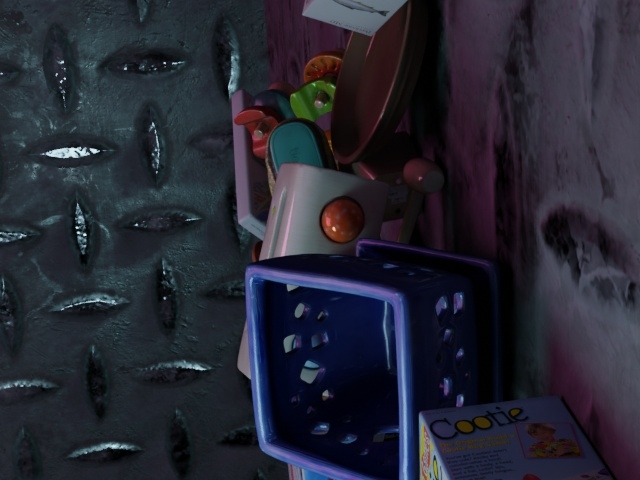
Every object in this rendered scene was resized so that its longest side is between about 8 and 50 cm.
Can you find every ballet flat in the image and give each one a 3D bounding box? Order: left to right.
[{"bbox_3d":[0.000,0.000,1.603,0.123,0.123,0.348,113,146,-74],"label":"ballet flat"}]

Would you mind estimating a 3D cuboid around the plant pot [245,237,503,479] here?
[{"bbox_3d":[0.073,0.123,1.275,0.236,0.212,0.235,10,111,42],"label":"plant pot"}]

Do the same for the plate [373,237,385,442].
[{"bbox_3d":[0.059,0.133,1.681,0.278,0.045,0.277,-105,18,-47],"label":"plate"}]

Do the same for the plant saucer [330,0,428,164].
[{"bbox_3d":[0.080,-0.233,1.534,0.278,0.041,0.277,-167,90,-75],"label":"plant saucer"}]

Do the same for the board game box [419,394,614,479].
[{"bbox_3d":[0.185,0.274,1.001,0.275,0.144,0.142,-110,16,-64],"label":"board game box"}]

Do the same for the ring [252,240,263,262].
[{"bbox_3d":[0.000,0.127,2.041,0.336,0.032,0.336,47,-166,-15],"label":"ring"}]

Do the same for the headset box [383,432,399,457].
[{"bbox_3d":[0.098,0.413,1.864,0.218,0.110,0.293,-148,53,-81],"label":"headset box"}]

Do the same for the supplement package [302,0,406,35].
[{"bbox_3d":[0.059,-0.348,1.438,0.179,0.105,0.105,147,134,-68],"label":"supplement package"}]

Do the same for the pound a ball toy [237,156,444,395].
[{"bbox_3d":[0.037,0.033,1.437,0.136,0.208,0.319,-165,88,-72],"label":"pound a ball toy"}]

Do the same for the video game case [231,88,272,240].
[{"bbox_3d":[-0.050,-0.090,2.139,0.300,0.036,0.329,36,-146,-39],"label":"video game case"}]

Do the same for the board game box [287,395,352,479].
[{"bbox_3d":[0.007,0.373,1.712,0.302,0.086,0.308,-116,19,-71],"label":"board game box"}]

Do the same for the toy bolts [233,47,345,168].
[{"bbox_3d":[-0.015,-0.225,2.047,0.218,0.229,0.158,64,-148,-31],"label":"toy bolts"}]

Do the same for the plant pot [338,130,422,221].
[{"bbox_3d":[0.092,-0.081,1.622,0.096,0.109,0.109,-127,31,-56],"label":"plant pot"}]
